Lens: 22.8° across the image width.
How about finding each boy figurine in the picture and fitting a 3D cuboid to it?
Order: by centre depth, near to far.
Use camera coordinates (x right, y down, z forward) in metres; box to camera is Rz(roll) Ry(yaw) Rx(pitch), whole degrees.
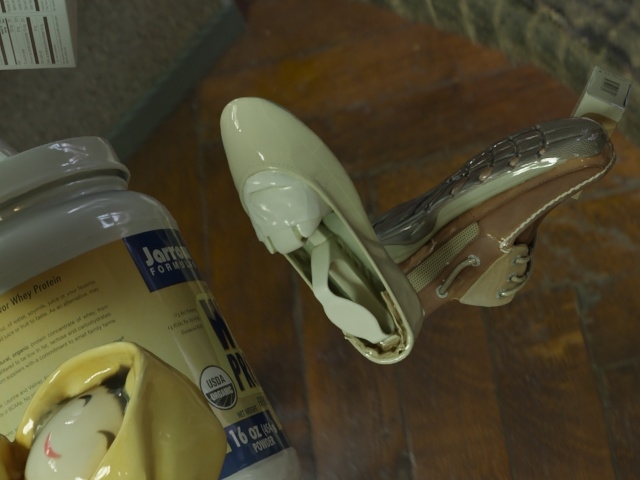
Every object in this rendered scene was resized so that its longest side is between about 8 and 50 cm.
[{"bbox_3d":[-0.168,0.136,0.633,0.285,0.092,0.177,-25,34,-5],"label":"boy figurine"}]

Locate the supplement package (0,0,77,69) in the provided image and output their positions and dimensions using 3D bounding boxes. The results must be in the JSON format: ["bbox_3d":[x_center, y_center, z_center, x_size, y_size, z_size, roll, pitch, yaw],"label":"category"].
[{"bbox_3d":[-0.329,-0.337,1.621,0.145,0.204,0.262,-3,63,-4],"label":"supplement package"}]

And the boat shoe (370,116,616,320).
[{"bbox_3d":[0.144,-0.004,1.420,0.324,0.116,0.123,-31,10,42],"label":"boat shoe"}]

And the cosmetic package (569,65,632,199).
[{"bbox_3d":[0.256,-0.103,1.526,0.041,0.115,0.060,24,40,3],"label":"cosmetic package"}]

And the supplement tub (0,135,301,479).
[{"bbox_3d":[-0.178,0.102,1.226,0.228,0.228,0.316,-28,82,0],"label":"supplement tub"}]

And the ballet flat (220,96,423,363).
[{"bbox_3d":[0.000,0.000,1.221,0.086,0.248,0.086,-31,24,16],"label":"ballet flat"}]

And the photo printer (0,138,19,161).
[{"bbox_3d":[-0.271,0.006,1.557,0.107,0.307,0.256,-50,29,-6],"label":"photo printer"}]
